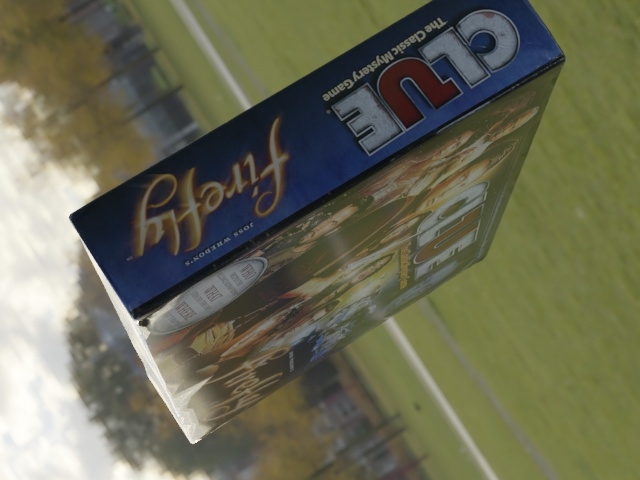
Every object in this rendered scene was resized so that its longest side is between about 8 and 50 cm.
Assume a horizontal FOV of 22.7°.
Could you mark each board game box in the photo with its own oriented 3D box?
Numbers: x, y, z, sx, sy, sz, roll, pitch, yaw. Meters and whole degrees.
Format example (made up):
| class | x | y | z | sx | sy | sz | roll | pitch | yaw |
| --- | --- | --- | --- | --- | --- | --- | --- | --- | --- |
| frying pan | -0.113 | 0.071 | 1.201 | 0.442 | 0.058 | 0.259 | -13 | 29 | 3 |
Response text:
| class | x | y | z | sx | sy | sz | roll | pitch | yaw |
| --- | --- | --- | --- | --- | --- | --- | --- | --- | --- |
| board game box | 0.000 | 0.000 | 0.617 | 0.042 | 0.165 | 0.243 | 56 | 171 | 13 |
